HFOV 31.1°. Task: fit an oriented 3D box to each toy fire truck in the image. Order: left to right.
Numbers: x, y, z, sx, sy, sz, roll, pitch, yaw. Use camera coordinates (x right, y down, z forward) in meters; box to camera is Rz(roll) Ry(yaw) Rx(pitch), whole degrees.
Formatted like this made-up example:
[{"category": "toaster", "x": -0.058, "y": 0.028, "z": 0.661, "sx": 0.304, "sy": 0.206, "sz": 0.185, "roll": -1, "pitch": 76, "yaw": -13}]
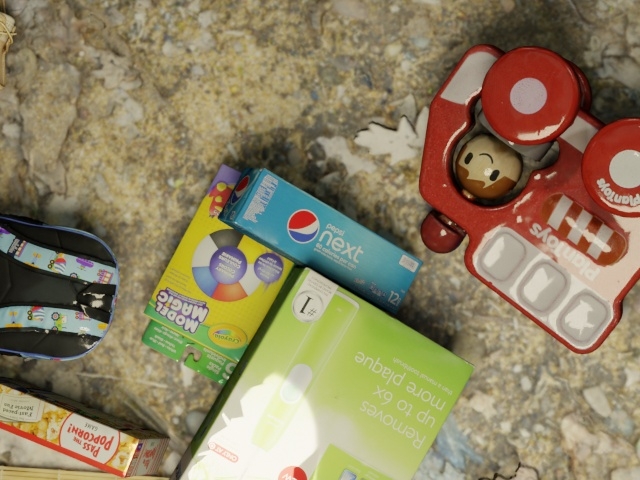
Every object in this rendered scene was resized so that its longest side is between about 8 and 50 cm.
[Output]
[{"category": "toy fire truck", "x": 0.235, "y": -0.056, "z": 1.231, "sx": 0.302, "sy": 0.169, "sz": 0.254, "roll": 37, "pitch": 104, "yaw": 11}]

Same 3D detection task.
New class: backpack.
[{"category": "backpack", "x": -0.301, "y": 0.057, "z": 1.273, "sx": 0.173, "sy": 0.117, "sz": 0.158, "roll": 8, "pitch": 81, "yaw": 7}]

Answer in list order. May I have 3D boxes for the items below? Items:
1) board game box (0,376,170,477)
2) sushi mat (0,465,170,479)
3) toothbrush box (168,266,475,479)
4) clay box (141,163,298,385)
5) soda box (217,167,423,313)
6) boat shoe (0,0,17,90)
[{"category": "board game box", "x": -0.271, "y": 0.197, "z": 1.233, "sx": 0.194, "sy": 0.147, "sz": 0.045, "roll": 19, "pitch": 83, "yaw": 9}, {"category": "sushi mat", "x": -0.226, "y": 0.333, "z": 1.271, "sx": 0.317, "sy": 0.019, "sz": 0.151, "roll": 3, "pitch": 82, "yaw": 6}, {"category": "toothbrush box", "x": -0.005, "y": 0.197, "z": 1.201, "sx": 0.206, "sy": 0.122, "sz": 0.283, "roll": 32, "pitch": 86, "yaw": -5}, {"category": "clay box", "x": -0.103, "y": 0.041, "z": 1.289, "sx": 0.127, "sy": 0.053, "sz": 0.222, "roll": 26, "pitch": 84, "yaw": 7}, {"category": "soda box", "x": 0.000, "y": 0.000, "z": 1.232, "sx": 0.210, "sy": 0.071, "sz": 0.067, "roll": 31, "pitch": 83, "yaw": -19}, {"category": "boat shoe", "x": -0.391, "y": -0.255, "z": 1.359, "sx": 0.059, "sy": 0.063, "sz": 0.170, "roll": -15, "pitch": 79, "yaw": 9}]
